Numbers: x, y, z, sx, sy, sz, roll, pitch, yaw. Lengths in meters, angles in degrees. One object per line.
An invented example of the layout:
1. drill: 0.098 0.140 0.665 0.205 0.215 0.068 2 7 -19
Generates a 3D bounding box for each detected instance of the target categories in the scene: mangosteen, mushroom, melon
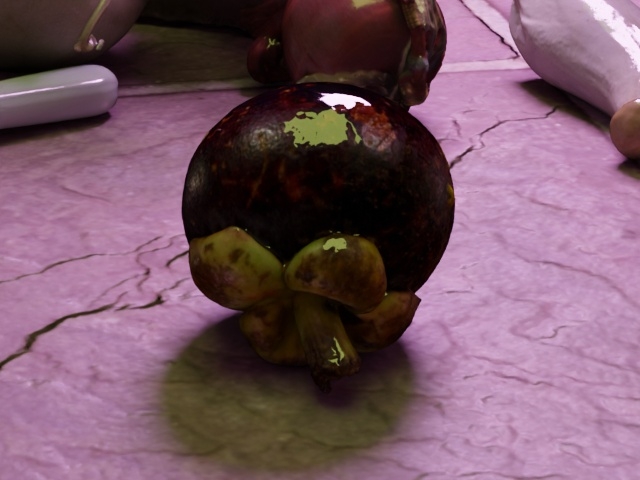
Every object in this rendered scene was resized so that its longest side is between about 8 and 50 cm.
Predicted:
1. mangosteen: 0.000 0.000 1.224 0.192 0.192 0.217 -1 50 -5
2. mushroom: 0.276 -0.161 1.643 0.118 0.103 0.270 -8 33 -19
3. melon: -0.290 -0.285 1.685 0.308 0.271 0.272 5 25 25

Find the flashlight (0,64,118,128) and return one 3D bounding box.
1. flashlight: -0.272 -0.120 1.580 0.200 0.047 0.093 -15 30 -36

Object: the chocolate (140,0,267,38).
1. chocolate: -0.111 -0.283 1.867 0.321 0.112 0.112 7 17 13

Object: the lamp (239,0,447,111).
1. lamp: 0.029 -0.186 1.623 0.151 0.215 0.223 5 46 -25
